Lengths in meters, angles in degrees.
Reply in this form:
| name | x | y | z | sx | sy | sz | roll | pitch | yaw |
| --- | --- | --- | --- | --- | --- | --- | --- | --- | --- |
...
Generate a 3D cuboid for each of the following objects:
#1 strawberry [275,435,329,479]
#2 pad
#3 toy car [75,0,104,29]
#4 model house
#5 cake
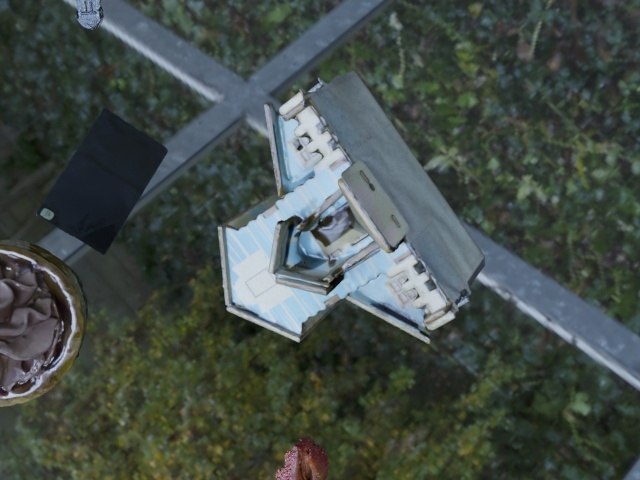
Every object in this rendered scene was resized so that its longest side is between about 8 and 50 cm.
| name | x | y | z | sx | sy | sz | roll | pitch | yaw |
| --- | --- | --- | --- | --- | --- | --- | --- | --- | --- |
| strawberry | -0.027 | 0.406 | 1.583 | 0.048 | 0.104 | 0.152 | 48 | 154 | 40 |
| pad | -0.318 | -0.088 | 1.336 | 0.116 | 0.193 | 0.004 | 34 | 161 | -18 |
| toy car | -0.352 | -0.369 | 1.381 | 0.041 | 0.025 | 0.093 | 1 | 104 | 10 |
| model house | 0.000 | 0.000 | 0.878 | 0.206 | 0.178 | 0.271 | -33 | 96 | 32 |
| cake | -0.358 | 0.100 | 1.023 | 0.208 | 0.185 | 0.178 | 31 | -179 | -19 |
